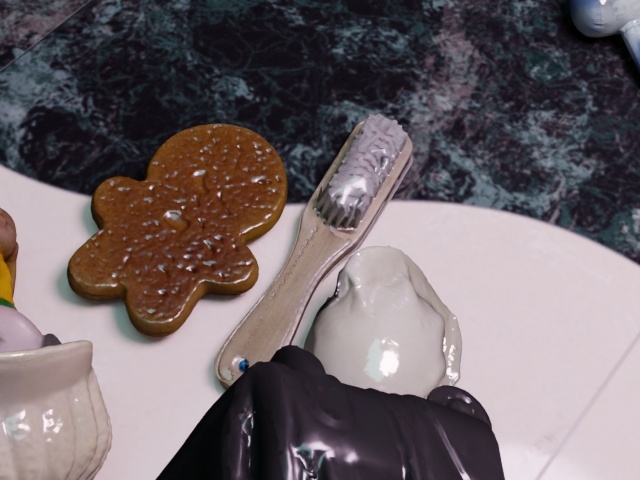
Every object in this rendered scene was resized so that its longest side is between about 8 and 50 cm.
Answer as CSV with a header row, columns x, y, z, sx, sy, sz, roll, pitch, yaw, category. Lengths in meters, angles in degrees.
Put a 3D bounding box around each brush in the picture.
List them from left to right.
x,y,z,sx,sy,sz,roll,pitch,yaw,category
0.000,0.000,0.975,0.070,0.065,0.327,28,63,8,brush

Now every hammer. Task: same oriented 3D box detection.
x,y,z,sx,sy,sz,roll,pitch,yaw,category
0.351,-0.207,1.125,0.116,0.069,0.194,-15,71,-14,hammer

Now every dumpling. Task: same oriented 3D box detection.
x,y,z,sx,sy,sz,roll,pitch,yaw,category
0.062,0.098,0.913,0.150,0.092,0.177,5,54,-18,dumpling

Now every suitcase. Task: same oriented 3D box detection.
x,y,z,sx,sy,sz,roll,pitch,yaw,category
-0.029,0.279,0.618,0.188,0.345,0.339,21,39,-25,suitcase

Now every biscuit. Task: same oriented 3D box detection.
x,y,z,sx,sy,sz,roll,pitch,yaw,category
-0.125,-0.017,0.985,0.179,0.039,0.236,31,62,15,biscuit

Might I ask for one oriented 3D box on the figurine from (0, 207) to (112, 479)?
x,y,z,sx,sy,sz,roll,pitch,yaw,category
-0.290,0.100,0.855,0.185,0.205,0.332,-25,37,-16,figurine
